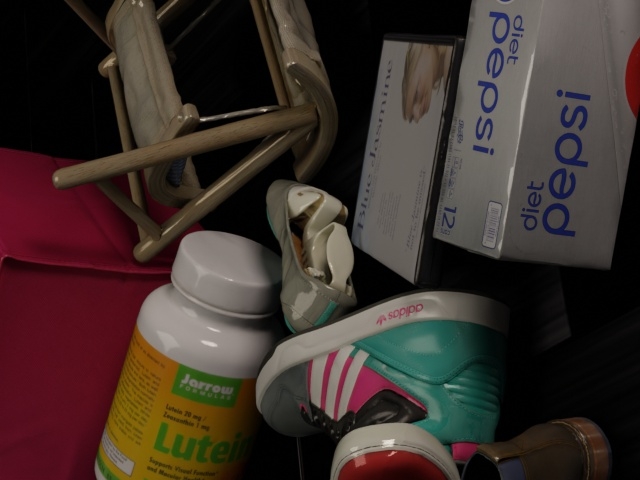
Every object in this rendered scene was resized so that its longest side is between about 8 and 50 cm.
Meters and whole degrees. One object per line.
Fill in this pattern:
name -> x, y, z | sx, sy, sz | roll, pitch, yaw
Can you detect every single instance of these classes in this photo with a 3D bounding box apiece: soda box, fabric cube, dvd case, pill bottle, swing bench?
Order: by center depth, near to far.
soda box -> 0.161, -0.128, 1.237 | 0.091, 0.098, 0.286 | 20, 102, 62
dvd case -> 0.068, -0.069, 1.393 | 0.253, 0.022, 0.180 | -144, 62, -78
pill bottle -> -0.110, 0.122, 1.638 | 0.136, 0.136, 0.246 | 50, 128, 53
swing bench -> -0.114, -0.162, 1.644 | 0.254, 0.165, 0.253 | -25, 54, 14
fabric cube -> -0.261, 0.079, 1.793 | 0.258, 0.259, 0.254 | 48, 125, 53

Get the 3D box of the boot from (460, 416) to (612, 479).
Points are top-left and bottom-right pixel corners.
boot -> 0.120, 0.224, 1.223 | 0.082, 0.106, 0.219 | 21, 104, 44

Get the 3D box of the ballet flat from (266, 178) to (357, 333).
ballet flat -> 0.000, 0.000, 1.513 | 0.068, 0.072, 0.213 | -54, 25, 29

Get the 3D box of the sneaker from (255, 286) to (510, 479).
sneaker -> 0.040, 0.159, 1.389 | 0.295, 0.123, 0.178 | -30, 49, 54

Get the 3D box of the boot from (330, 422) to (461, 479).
boot -> 0.061, 0.252, 1.226 | 0.244, 0.088, 0.176 | 76, -171, -45
